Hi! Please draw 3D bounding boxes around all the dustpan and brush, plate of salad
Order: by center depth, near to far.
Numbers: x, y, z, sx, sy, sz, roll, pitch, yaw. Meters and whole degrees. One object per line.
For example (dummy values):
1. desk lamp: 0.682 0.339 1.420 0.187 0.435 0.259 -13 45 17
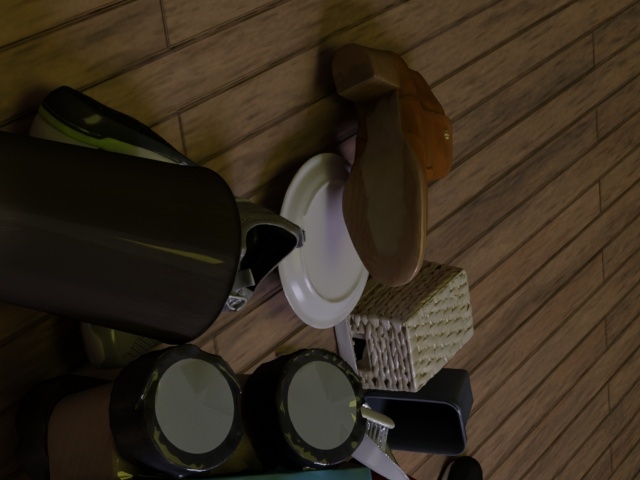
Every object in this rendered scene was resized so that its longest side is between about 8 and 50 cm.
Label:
1. plate of salad: 0.000 0.000 1.640 0.200 0.048 0.200 -8 99 -56
2. dustpan and brush: 0.023 0.195 1.685 0.211 0.147 0.060 28 105 -25

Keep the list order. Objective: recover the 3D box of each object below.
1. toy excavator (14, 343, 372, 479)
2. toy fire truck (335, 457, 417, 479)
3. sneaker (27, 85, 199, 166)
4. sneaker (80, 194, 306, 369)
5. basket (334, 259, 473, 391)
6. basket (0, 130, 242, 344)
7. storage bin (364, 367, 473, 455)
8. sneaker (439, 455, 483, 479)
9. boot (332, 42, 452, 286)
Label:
1. toy excavator: -0.047 0.331 1.313 0.433 0.222 0.445 5 76 -41
2. toy fire truck: 0.104 0.397 1.705 0.158 0.246 0.217 -38 127 -47
3. sneaker: -0.196 -0.066 1.327 0.097 0.084 0.235 -56 145 5
4. sneaker: -0.122 0.032 1.401 0.281 0.115 0.105 -43 131 -44
5. basket: 0.107 0.104 1.776 0.167 0.103 0.113 -37 126 -46
6. basket: -0.210 -0.009 1.172 0.227 0.204 0.154 13 90 -33
7. storage bin: 0.130 0.211 1.820 0.091 0.135 0.098 -54 139 -49
8. sneaker: 0.228 0.440 1.988 0.107 0.124 0.283 26 63 -54
9. boot: 0.105 -0.083 1.675 0.211 0.104 0.295 14 62 -61
